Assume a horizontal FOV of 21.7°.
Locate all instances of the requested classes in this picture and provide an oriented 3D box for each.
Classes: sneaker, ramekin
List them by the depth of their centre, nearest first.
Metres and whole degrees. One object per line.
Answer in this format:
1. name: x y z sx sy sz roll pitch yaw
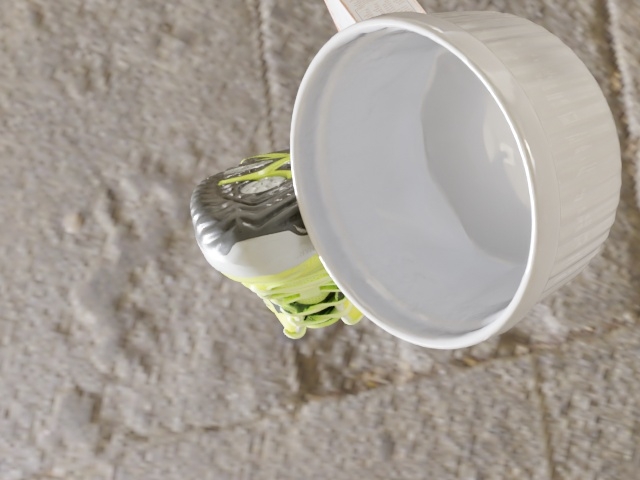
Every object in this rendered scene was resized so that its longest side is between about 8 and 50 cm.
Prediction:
1. ramekin: 0.089 -0.045 1.038 0.207 0.109 0.207 21 120 42
2. sneaker: 0.000 0.000 1.273 0.145 0.385 0.147 -12 94 10

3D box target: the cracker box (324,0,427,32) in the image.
1. cracker box: 0.083 -0.181 1.662 0.067 0.155 0.232 -30 52 -2
